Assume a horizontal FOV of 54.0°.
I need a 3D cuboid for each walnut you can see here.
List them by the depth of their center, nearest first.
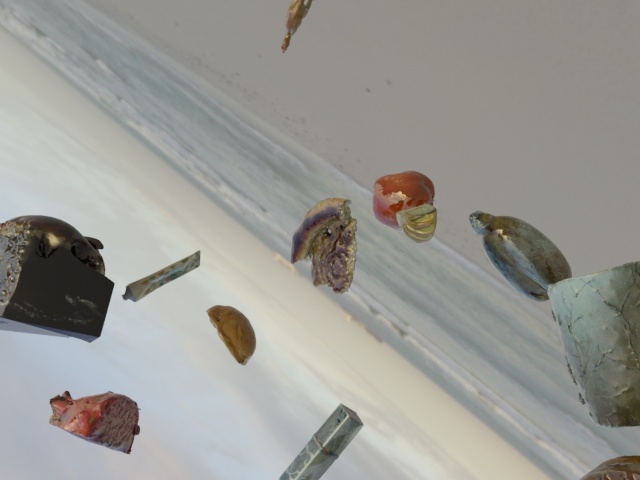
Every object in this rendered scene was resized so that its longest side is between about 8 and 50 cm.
[{"bbox_3d":[-0.234,0.253,1.766,0.211,0.087,0.167,48,172,45],"label":"walnut"}]

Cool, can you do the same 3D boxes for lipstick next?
[{"bbox_3d":[-0.001,0.597,1.764,0.076,0.289,0.077,37,-178,-29],"label":"lipstick"}]

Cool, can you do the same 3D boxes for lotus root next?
[{"bbox_3d":[0.521,0.025,1.654,0.322,0.140,0.158,45,143,-4],"label":"lotus root"}]

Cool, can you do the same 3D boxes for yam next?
[{"bbox_3d":[0.643,0.213,1.375,0.241,0.241,0.348,-175,70,-84],"label":"yam"}]

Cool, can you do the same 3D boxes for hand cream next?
[{"bbox_3d":[-0.294,0.069,1.174,0.037,0.165,0.057,48,148,22],"label":"hand cream"}]

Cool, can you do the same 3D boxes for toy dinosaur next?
[{"bbox_3d":[-0.044,-0.433,1.189,0.039,0.126,0.162,23,178,-6],"label":"toy dinosaur"}]

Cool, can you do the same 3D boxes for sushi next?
[{"bbox_3d":[-0.501,0.060,1.108,0.215,0.212,0.227,18,163,-30],"label":"sushi"}]

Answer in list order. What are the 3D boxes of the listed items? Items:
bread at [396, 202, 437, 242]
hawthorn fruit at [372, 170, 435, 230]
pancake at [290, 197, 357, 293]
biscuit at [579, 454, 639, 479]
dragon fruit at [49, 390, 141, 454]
[{"bbox_3d":[0.232,-0.039,1.501,0.157,0.083,0.094,-120,10,-70],"label":"bread"},{"bbox_3d":[0.230,-0.111,1.751,0.189,0.189,0.189,39,177,3],"label":"hawthorn fruit"},{"bbox_3d":[0.001,0.000,1.459,0.056,0.257,0.212,-13,-154,-37],"label":"pancake"},{"bbox_3d":[0.619,0.547,1.144,0.332,0.103,0.332,26,127,39],"label":"biscuit"},{"bbox_3d":[-0.584,0.435,1.585,0.212,0.134,0.262,11,155,8],"label":"dragon fruit"}]
